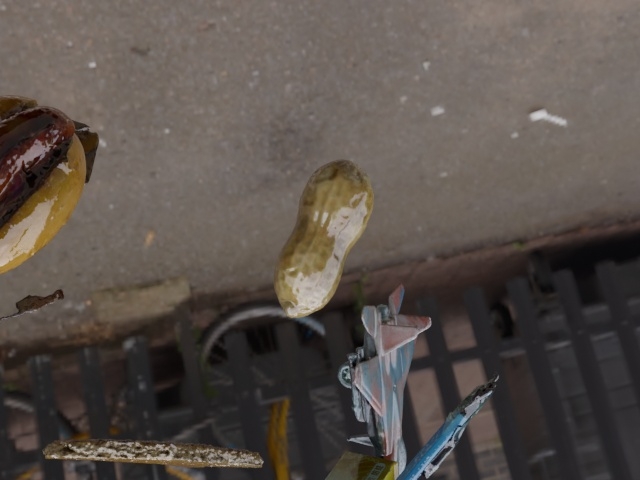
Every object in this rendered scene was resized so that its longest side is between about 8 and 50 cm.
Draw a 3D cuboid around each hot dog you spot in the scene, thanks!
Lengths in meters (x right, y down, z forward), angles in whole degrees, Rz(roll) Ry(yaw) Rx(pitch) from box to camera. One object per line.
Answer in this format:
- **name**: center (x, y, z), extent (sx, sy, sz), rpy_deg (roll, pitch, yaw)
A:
- **hot dog**: center (-0.327, -0.038, 1.060), extent (0.194, 0.326, 0.107), rpy_deg (22, 145, -17)

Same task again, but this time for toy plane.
- **toy plane**: center (0.086, 0.234, 1.508), extent (0.104, 0.326, 0.223), rpy_deg (13, -163, 24)

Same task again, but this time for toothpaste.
- **toothpaste**: center (0.012, 0.390, 1.366), extent (0.089, 0.071, 0.313), rpy_deg (7, -156, 23)

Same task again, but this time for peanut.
- **peanut**: center (0.001, 0.000, 1.179), extent (0.089, 0.089, 0.193), rpy_deg (14, 105, -51)

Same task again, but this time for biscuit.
- **biscuit**: center (-0.189, 0.245, 1.205), extent (0.131, 0.026, 0.237), rpy_deg (-12, 160, 38)

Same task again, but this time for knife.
- **knife**: center (0.085, 0.246, 1.047), extent (0.296, 0.026, 0.044), rpy_deg (-54, 170, 17)
